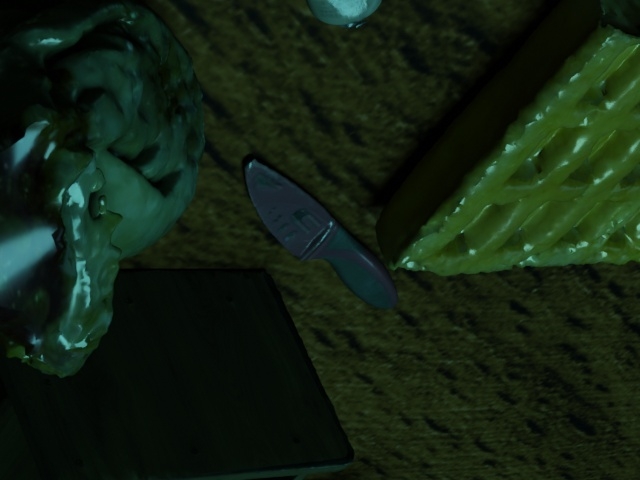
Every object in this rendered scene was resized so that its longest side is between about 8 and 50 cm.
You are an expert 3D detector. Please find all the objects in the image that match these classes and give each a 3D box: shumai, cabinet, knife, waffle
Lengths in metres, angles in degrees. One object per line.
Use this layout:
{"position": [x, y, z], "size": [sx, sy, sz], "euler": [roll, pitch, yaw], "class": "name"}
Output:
{"position": [-0.116, -0.018, 0.752], "size": [0.184, 0.142, 0.184], "euler": [-18, 152, -10], "class": "shumai"}
{"position": [-0.129, 0.127, 0.992], "size": [0.215, 0.148, 0.175], "euler": [2, 141, -43], "class": "cabinet"}
{"position": [0.000, 0.000, 1.035], "size": [0.035, 0.018, 0.247], "euler": [-29, 151, 11], "class": "knife"}
{"position": [0.177, -0.064, 1.036], "size": [0.247, 0.055, 0.221], "euler": [-1, 144, -43], "class": "waffle"}

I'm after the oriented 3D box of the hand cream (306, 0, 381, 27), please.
{"position": [0.005, -0.153, 0.753], "size": [0.057, 0.037, 0.165], "euler": [-23, 146, -8], "class": "hand cream"}
